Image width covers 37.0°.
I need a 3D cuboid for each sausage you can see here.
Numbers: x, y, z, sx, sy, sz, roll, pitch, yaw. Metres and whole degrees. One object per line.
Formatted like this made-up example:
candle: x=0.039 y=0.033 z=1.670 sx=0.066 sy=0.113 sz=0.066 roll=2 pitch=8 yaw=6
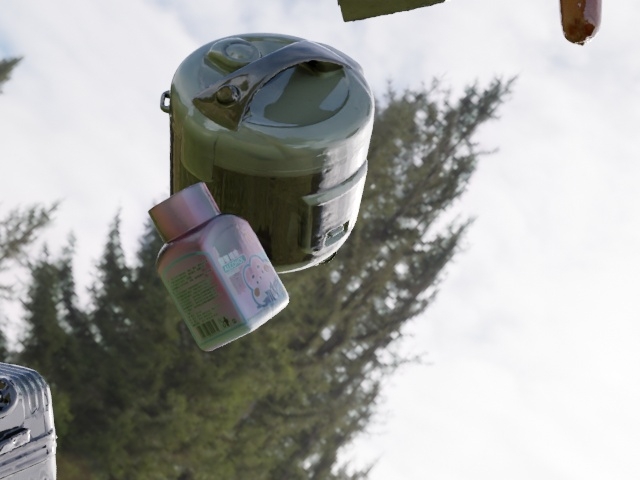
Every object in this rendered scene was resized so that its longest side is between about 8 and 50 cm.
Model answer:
sausage: x=0.425 y=-0.412 z=1.564 sx=0.076 sy=0.197 sz=0.076 roll=2 pitch=-12 yaw=0

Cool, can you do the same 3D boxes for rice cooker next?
rice cooker: x=-0.075 y=-0.148 z=1.499 sx=0.335 sy=0.335 sz=0.325 roll=33 pitch=-42 yaw=24

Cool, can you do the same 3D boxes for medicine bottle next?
medicine bottle: x=-0.133 y=0.027 z=1.184 sx=0.094 sy=0.119 sz=0.188 roll=-27 pitch=-87 yaw=31

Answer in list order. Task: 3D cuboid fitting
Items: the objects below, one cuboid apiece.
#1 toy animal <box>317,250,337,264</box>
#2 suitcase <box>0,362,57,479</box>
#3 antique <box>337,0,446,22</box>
toy animal: x=0.001 y=-0.006 z=1.930 sx=0.071 sy=0.124 sz=0.085 roll=1 pitch=-57 yaw=-5
suitcase: x=-0.382 y=0.166 z=0.789 sx=0.312 sy=0.202 sz=0.128 roll=4 pitch=-80 yaw=29
antique: x=0.102 y=-0.355 z=1.152 sx=0.147 sy=0.148 sz=0.152 roll=-2 pitch=-74 yaw=34
